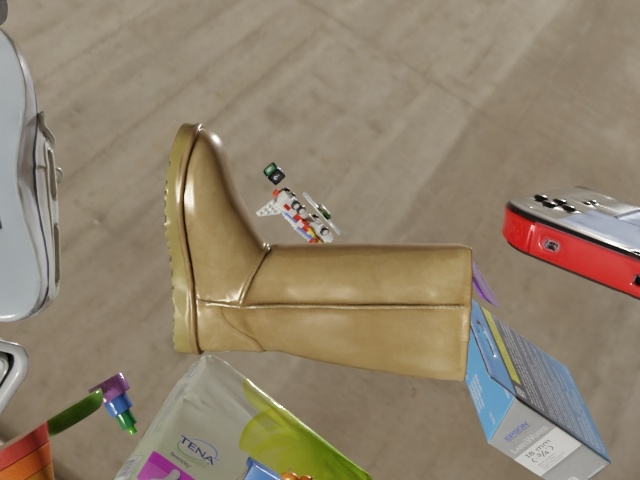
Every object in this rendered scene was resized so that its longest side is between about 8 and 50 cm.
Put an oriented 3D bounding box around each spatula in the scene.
[{"bbox_3d":[0.152,0.048,1.401,0.030,0.084,0.296,-42,-26,29],"label":"spatula"}]

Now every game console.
[{"bbox_3d":[0.458,0.013,1.440,0.342,0.386,0.060,-18,-54,-54],"label":"game console"}]

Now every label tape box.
[{"bbox_3d":[0.326,0.255,1.873,0.106,0.333,0.241,-43,32,20],"label":"label tape box"}]

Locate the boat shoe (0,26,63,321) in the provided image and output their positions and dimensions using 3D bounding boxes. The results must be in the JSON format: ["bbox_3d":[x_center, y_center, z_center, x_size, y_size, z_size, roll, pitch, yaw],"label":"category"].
[{"bbox_3d":[-0.385,-0.084,1.383,0.135,0.367,0.156,-12,-2,7],"label":"boat shoe"}]

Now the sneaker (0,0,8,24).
[{"bbox_3d":[-0.613,-0.540,1.989,0.104,0.147,0.296,-6,-32,-24],"label":"sneaker"}]

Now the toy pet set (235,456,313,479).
[{"bbox_3d":[-0.043,0.293,1.246,0.065,0.114,0.122,-48,13,38],"label":"toy pet set"}]

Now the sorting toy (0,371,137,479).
[{"bbox_3d":[-0.386,0.323,1.723,0.127,0.126,0.365,-30,0,22],"label":"sorting toy"}]

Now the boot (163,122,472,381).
[{"bbox_3d":[0.003,0.011,0.983,0.089,0.269,0.236,-76,-12,-61],"label":"boot"}]

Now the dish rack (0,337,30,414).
[{"bbox_3d":[-0.569,0.237,1.435,0.333,0.072,0.285,-55,-36,8],"label":"dish rack"}]

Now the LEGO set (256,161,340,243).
[{"bbox_3d":[0.000,0.000,1.458,0.060,0.244,0.182,-41,3,5],"label":"LEGO set"}]

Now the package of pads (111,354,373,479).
[{"bbox_3d":[-0.095,0.314,1.400,0.101,0.296,0.229,-42,13,48],"label":"package of pads"}]
